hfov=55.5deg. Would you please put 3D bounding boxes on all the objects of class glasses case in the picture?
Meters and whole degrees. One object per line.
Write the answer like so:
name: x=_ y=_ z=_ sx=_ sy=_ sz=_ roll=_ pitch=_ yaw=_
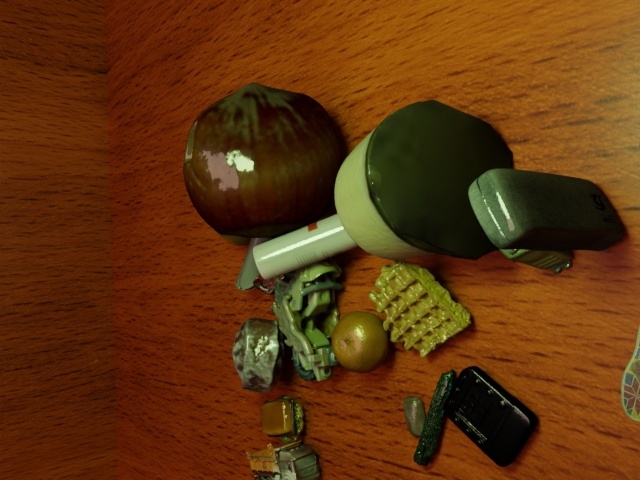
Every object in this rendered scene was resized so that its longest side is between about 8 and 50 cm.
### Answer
glasses case: x=-0.176 y=0.018 z=1.916 sx=0.083 sy=0.128 sz=0.308 roll=27 pitch=114 yaw=20
glasses case: x=0.392 y=-0.049 z=1.042 sx=0.074 sy=0.323 sz=0.131 roll=-45 pitch=54 yaw=44

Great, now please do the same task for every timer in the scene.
timer: x=0.362 y=0.373 z=1.309 sx=0.187 sy=0.055 sz=0.144 roll=41 pitch=124 yaw=37

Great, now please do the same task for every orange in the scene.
orange: x=0.107 y=0.258 z=1.550 sx=0.159 sy=0.136 sz=0.159 roll=-2 pitch=86 yaw=38

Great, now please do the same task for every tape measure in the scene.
tape measure: x=0.393 y=-0.023 z=1.172 sx=0.087 sy=0.177 sz=0.154 roll=-31 pitch=56 yaw=44

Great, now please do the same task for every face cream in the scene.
face cream: x=0.000 y=0.000 z=1.574 sx=0.345 sy=0.102 sz=0.102 roll=-21 pitch=70 yaw=5

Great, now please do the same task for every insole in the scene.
insole: x=0.574 y=0.229 z=1.077 sx=0.065 sy=0.006 sz=0.193 roll=21 pitch=108 yaw=48

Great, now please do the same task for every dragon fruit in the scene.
dragon fruit: x=-0.128 y=0.108 z=1.883 sx=0.102 sy=0.096 sz=0.147 roll=39 pitch=90 yaw=32

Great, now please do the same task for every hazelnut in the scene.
hazelnut: x=-0.142 y=-0.192 z=1.612 sx=0.402 sy=0.429 sz=0.402 roll=168 pitch=90 yaw=-69

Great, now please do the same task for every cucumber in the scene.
cucumber: x=0.270 y=0.417 z=1.425 sx=0.043 sy=0.044 sz=0.257 roll=15 pitch=106 yaw=4

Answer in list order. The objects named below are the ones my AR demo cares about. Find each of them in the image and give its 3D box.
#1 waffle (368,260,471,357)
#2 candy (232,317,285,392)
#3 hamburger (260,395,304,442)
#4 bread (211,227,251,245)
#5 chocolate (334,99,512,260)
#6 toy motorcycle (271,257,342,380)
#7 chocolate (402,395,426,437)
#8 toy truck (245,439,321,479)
waffle: x=0.209 y=0.163 z=1.429 sx=0.229 sy=0.057 sz=0.219 roll=47 pitch=137 yaw=11
candy: x=-0.187 y=0.346 z=1.843 sx=0.289 sy=0.157 sz=0.214 roll=104 pitch=171 yaw=-62
hamburger: x=-0.113 y=0.548 z=1.864 sx=0.166 sy=0.087 sz=0.137 roll=-21 pitch=68 yaw=50
bread: x=-0.284 y=-0.112 z=1.955 sx=0.142 sy=0.195 sz=0.270 roll=10 pitch=131 yaw=59
chocolate: x=0.200 y=-0.104 z=1.324 sx=0.297 sy=0.326 sz=0.314 roll=136 pitch=149 yaw=-69
toy motorcycle: x=-0.025 y=0.193 z=1.695 sx=0.237 sy=0.168 sz=0.410 roll=-6 pitch=92 yaw=57
chocolate: x=0.227 y=0.436 z=1.493 sx=0.064 sy=0.031 sz=0.101 roll=-16 pitch=80 yaw=55
toy truck: x=-0.114 y=0.684 z=1.860 sx=0.270 sy=0.114 sz=0.135 roll=-23 pitch=78 yaw=51
